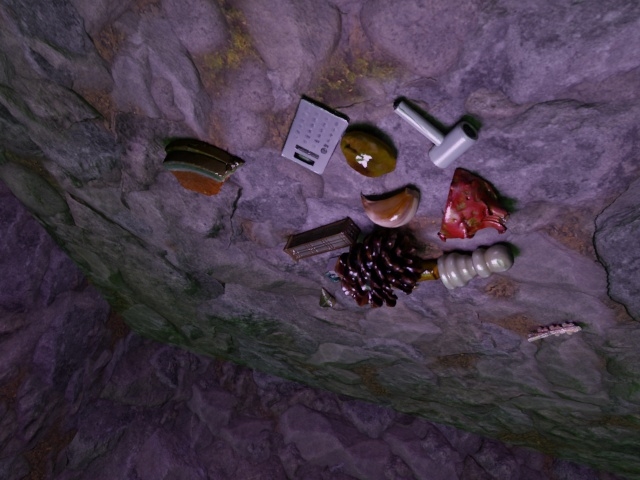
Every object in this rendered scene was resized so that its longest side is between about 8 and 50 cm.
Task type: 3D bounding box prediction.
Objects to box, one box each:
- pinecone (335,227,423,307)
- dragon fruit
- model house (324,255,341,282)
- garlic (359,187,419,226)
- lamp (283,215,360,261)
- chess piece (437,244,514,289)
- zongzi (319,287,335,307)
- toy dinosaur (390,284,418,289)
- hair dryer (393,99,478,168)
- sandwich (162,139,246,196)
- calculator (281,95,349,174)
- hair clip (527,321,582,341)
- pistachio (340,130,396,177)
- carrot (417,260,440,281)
[{"bbox_3d":[0.229,0.103,1.553,0.298,0.242,0.296,22,126,-32],"label":"pinecone"},{"bbox_3d":[0.473,-0.075,1.327,0.211,0.134,0.262,6,142,15],"label":"dragon fruit"},{"bbox_3d":[0.092,0.127,1.821,0.100,0.088,0.101,-11,137,38],"label":"model house"},{"bbox_3d":[0.229,-0.095,1.442,0.206,0.115,0.128,-2,145,33],"label":"garlic"},{"bbox_3d":[0.000,0.000,1.703,0.325,0.090,0.089,-16,129,39],"label":"lamp"},{"bbox_3d":[0.547,0.085,1.512,0.243,0.133,0.133,-21,127,37],"label":"chess piece"},{"bbox_3d":[0.010,0.276,2.097,0.113,0.052,0.104,51,143,-16],"label":"zongzi"},{"bbox_3d":[0.321,0.196,1.837,0.126,0.039,0.162,29,145,-12],"label":"toy dinosaur"},{"bbox_3d":[0.299,-0.313,1.180,0.236,0.073,0.131,37,141,-6],"label":"hair dryer"},{"bbox_3d":[-0.439,-0.257,1.575,0.292,0.109,0.212,26,144,-6],"label":"sandwich"},{"bbox_3d":[-0.025,-0.319,1.359,0.161,0.021,0.262,25,144,-5],"label":"calculator"},{"bbox_3d":[0.934,0.363,1.734,0.214,0.056,0.062,-29,105,37],"label":"hair clip"},{"bbox_3d":[0.146,-0.254,1.286,0.189,0.100,0.110,33,147,-13],"label":"pistachio"},{"bbox_3d":[0.383,0.122,1.671,0.173,0.082,0.082,-7,136,39],"label":"carrot"}]
